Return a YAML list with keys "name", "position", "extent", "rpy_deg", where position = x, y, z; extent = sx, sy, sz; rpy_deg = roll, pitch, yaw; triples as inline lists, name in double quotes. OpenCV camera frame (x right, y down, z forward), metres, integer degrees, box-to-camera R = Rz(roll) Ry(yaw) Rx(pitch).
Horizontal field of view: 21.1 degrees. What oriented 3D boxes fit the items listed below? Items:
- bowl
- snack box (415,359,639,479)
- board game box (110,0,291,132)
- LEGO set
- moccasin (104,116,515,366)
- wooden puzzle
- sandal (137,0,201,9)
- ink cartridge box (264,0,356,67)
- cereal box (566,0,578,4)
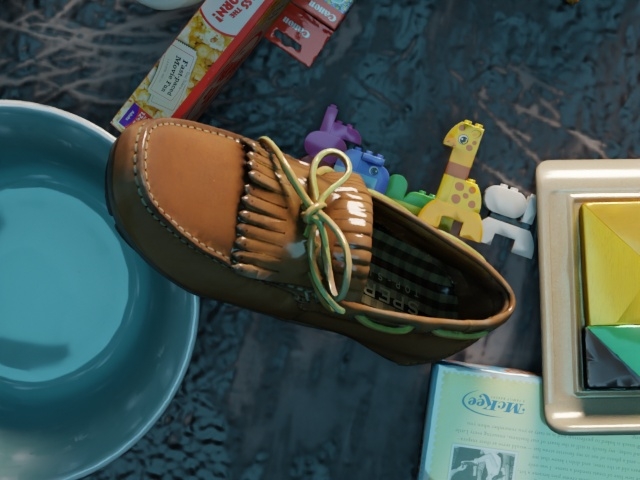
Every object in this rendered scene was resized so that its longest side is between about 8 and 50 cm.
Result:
- name: "bowl"
  position: [-0.248, 0.042, 1.420]
  extent: [0.312, 0.163, 0.311]
  rpy_deg: [0, 92, 1]
- name: "snack box"
  position: [0.243, 0.215, 1.474]
  extent: [0.322, 0.060, 0.187]
  rpy_deg: [8, 92, 0]
- name: "board game box"
  position: [-0.080, -0.166, 1.397]
  extent: [0.045, 0.147, 0.193]
  rpy_deg: [40, 106, -2]
- name: "LEGO set"
  position: [0.089, -0.063, 1.449]
  extent: [0.227, 0.087, 0.093]
  rpy_deg: [19, 93, -2]
- name: "moccasin"
  position: [-0.001, 0.003, 1.332]
  extent: [0.380, 0.147, 0.139]
  rpy_deg: [31, 56, -34]
- name: "wooden puzzle"
  position: [0.294, 0.043, 1.439]
  extent: [0.221, 0.044, 0.238]
  rpy_deg: [-1, 78, -2]
- name: "sandal"
  position: [-0.169, -0.376, 1.423]
  extent: [0.169, 0.102, 0.416]
  rpy_deg: [-26, 78, 35]
- name: "ink cartridge box"
  position: [-0.002, -0.212, 1.469]
  extent: [0.063, 0.029, 0.115]
  rpy_deg: [34, 93, -1]
- name: "cereal box"
  position: [0.236, -0.344, 1.449]
  extent: [0.173, 0.047, 0.240]
  rpy_deg: [44, 92, 0]
